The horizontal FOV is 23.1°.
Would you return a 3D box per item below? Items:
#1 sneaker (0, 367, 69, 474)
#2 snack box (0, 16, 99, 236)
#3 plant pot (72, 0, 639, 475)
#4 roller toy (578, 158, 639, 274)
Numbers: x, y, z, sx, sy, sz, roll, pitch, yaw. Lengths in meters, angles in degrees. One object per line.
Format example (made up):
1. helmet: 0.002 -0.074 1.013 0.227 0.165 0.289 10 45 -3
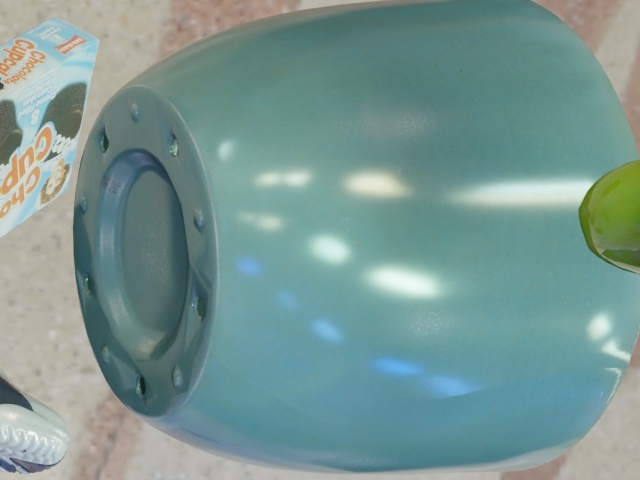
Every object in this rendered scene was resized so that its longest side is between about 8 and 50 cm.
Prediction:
1. sneaker: -0.243 0.047 1.025 0.153 0.235 0.094 -62 155 -22
2. snack box: -0.329 -0.064 1.428 0.322 0.060 0.187 -44 159 -51
3. plant pot: 0.000 0.000 0.894 0.235 0.293 0.293 -3 94 -32
4. roller toy: 0.217 -0.037 0.548 0.209 0.191 0.146 10 74 -20
